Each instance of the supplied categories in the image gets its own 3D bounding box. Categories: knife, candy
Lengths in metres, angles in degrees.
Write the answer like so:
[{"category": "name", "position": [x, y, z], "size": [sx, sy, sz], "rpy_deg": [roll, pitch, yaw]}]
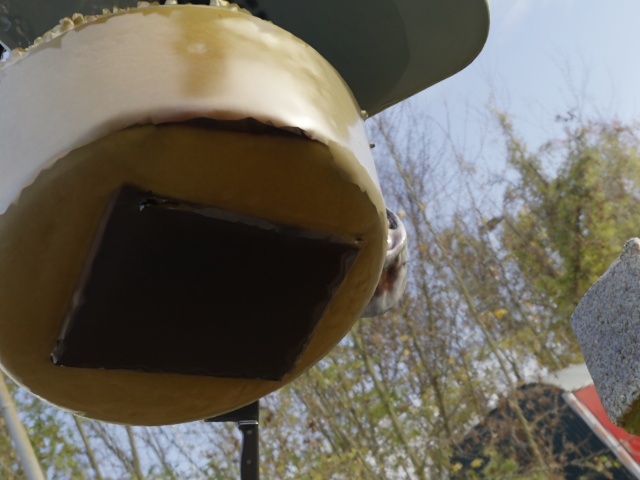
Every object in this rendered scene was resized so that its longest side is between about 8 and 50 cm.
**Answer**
[{"category": "knife", "position": [-0.109, 0.197, 0.845], "size": [0.072, 0.245, 0.019], "rpy_deg": [-2, -15, -3]}, {"category": "candy", "position": [0.000, 0.000, 1.025], "size": [0.214, 0.289, 0.157], "rpy_deg": [-30, -47, -30]}]

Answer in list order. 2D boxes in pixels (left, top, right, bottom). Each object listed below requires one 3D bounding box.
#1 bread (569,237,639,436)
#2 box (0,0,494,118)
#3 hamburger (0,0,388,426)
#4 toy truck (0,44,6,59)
[{"category": "bread", "position": [0.449, 0.134, 0.935], "size": [0.110, 0.234, 0.184], "rpy_deg": [18, -57, -6]}, {"category": "box", "position": [-0.102, -0.232, 0.525], "size": [0.367, 0.090, 0.373], "rpy_deg": [-23, -64, 26]}, {"category": "hamburger", "position": [-0.099, -0.014, 0.463], "size": [0.302, 0.170, 0.302], "rpy_deg": [-13, -48, -15]}, {"category": "toy truck", "position": [-0.579, -0.481, 1.190], "size": [0.180, 0.254, 0.405], "rpy_deg": [22, -97, -21]}]
